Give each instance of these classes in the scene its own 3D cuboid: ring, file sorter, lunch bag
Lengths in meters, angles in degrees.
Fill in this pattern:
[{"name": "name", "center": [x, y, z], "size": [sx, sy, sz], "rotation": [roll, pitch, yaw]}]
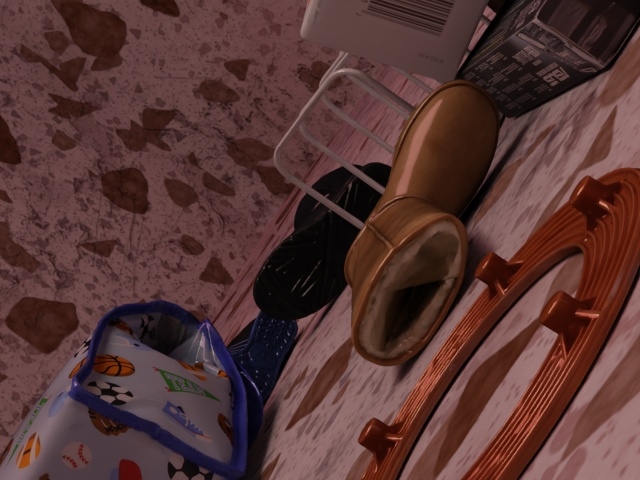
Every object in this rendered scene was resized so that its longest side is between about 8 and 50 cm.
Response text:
[{"name": "ring", "center": [0.088, 0.088, 0.980], "size": [0.336, 0.032, 0.336], "rotation": [-55, 5, 7]}, {"name": "file sorter", "center": [0.099, -0.162, 1.747], "size": [0.193, 0.173, 0.277], "rotation": [-50, 7, 45]}, {"name": "lunch bag", "center": [-0.230, 0.259, 1.763], "size": [0.328, 0.239, 0.385], "rotation": [-56, 12, 11]}]

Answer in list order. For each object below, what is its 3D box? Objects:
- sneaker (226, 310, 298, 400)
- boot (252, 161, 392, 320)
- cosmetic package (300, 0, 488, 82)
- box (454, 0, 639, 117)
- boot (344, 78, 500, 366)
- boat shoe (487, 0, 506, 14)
[{"name": "sneaker", "center": [-0.100, 0.174, 2.017], "size": [0.090, 0.081, 0.232], "rotation": [-55, -3, 36]}, {"name": "boot", "center": [0.000, 0.000, 2.053], "size": [0.246, 0.094, 0.207], "rotation": [-49, 8, -7]}, {"name": "cosmetic package", "center": [0.115, -0.404, 1.609], "size": [0.230, 0.162, 0.453], "rotation": [112, 173, -49]}, {"name": "box", "center": [0.244, -0.246, 1.447], "size": [0.242, 0.076, 0.307], "rotation": [-56, 5, -8]}, {"name": "boot", "center": [0.096, -0.022, 1.376], "size": [0.269, 0.089, 0.236], "rotation": [-95, 29, -83]}, {"name": "boat shoe", "center": [0.254, -0.332, 1.862], "size": [0.095, 0.095, 0.257], "rotation": [-50, 3, -10]}]
